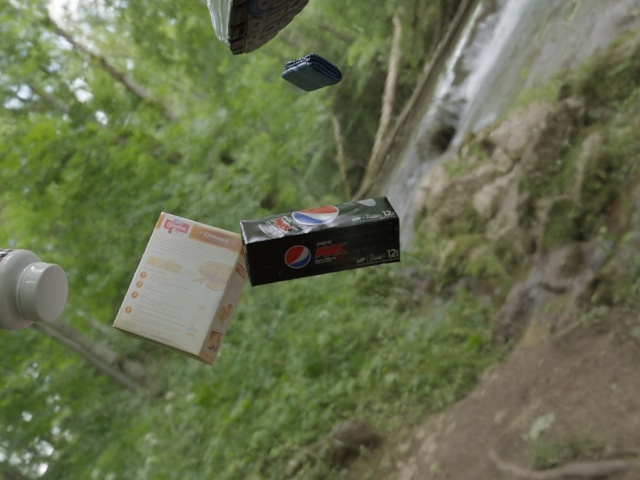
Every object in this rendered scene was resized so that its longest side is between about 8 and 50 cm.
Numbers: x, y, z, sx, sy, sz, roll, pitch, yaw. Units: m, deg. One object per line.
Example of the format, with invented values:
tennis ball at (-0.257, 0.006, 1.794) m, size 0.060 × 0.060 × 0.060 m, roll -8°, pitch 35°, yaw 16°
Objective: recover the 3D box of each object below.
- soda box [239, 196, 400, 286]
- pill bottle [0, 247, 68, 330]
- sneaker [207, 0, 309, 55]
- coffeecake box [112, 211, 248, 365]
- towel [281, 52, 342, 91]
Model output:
soda box at (0.000, 0.000, 0.945) m, size 0.053 × 0.169 × 0.060 m, roll -114°, pitch 17°, yaw -58°
pill bottle at (-0.478, 0.066, 1.244) m, size 0.117 × 0.215 × 0.117 m, roll 4°, pitch -90°, yaw -75°
sneaker at (-0.066, -0.294, 0.726) m, size 0.111 × 0.129 × 0.297 m, roll -33°, pitch -31°, yaw -33°
coffeecake box at (-0.195, 0.069, 1.267) m, size 0.068 × 0.142 × 0.185 m, roll 59°, pitch -131°, yaw -67°
towel at (-0.013, -0.267, 1.378) m, size 0.119 × 0.067 × 0.029 m, roll 2°, pitch 67°, yaw 65°
